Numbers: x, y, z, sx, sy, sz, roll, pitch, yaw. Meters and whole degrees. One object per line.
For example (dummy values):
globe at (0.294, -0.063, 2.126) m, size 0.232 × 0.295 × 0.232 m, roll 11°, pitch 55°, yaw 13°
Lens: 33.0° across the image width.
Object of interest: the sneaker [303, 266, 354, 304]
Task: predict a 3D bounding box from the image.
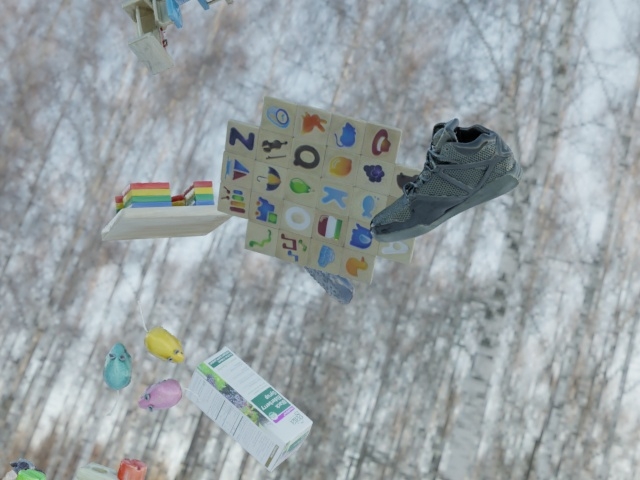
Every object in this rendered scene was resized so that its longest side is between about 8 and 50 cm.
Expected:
sneaker at (0.000, 0.000, 2.513) m, size 0.319 × 0.131 × 0.112 m, roll 51°, pitch -15°, yaw 15°

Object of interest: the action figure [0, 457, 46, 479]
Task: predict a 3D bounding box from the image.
action figure at (-0.492, 0.481, 1.919) m, size 0.285 × 0.185 × 0.099 m, roll 5°, pitch -18°, yaw -9°

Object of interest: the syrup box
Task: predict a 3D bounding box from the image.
syrup box at (-0.140, 0.327, 2.104) m, size 0.237 × 0.093 × 0.096 m, roll 38°, pitch -52°, yaw 17°

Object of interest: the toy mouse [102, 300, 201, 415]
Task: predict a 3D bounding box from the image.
toy mouse at (-0.242, 0.189, 1.470) m, size 0.161 × 0.143 × 0.031 m, roll 46°, pitch -2°, yaw -6°

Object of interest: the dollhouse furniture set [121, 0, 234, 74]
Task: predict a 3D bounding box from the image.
dollhouse furniture set at (-0.202, -0.338, 1.575) m, size 0.129 × 0.184 × 0.129 m, roll -20°, pitch -31°, yaw 12°

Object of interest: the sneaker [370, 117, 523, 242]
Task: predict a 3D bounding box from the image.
sneaker at (0.154, -0.089, 1.503) m, size 0.227 × 0.087 × 0.130 m, roll -27°, pitch -64°, yaw 13°

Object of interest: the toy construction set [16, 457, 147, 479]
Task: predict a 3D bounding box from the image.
toy construction set at (-0.288, 0.365, 1.106) m, size 0.215 × 0.328 × 0.151 m, roll 17°, pitch -12°, yaw 29°

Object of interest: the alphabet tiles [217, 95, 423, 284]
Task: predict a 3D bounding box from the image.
alphabet tiles at (-0.001, -0.079, 1.763) m, size 0.342 × 0.011 × 0.285 m, roll 16°, pitch -60°, yaw 11°

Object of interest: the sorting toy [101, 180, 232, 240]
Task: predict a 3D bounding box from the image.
sorting toy at (-0.360, -0.071, 2.504) m, size 0.257 × 0.089 × 0.255 m, roll -3°, pitch -10°, yaw -23°
